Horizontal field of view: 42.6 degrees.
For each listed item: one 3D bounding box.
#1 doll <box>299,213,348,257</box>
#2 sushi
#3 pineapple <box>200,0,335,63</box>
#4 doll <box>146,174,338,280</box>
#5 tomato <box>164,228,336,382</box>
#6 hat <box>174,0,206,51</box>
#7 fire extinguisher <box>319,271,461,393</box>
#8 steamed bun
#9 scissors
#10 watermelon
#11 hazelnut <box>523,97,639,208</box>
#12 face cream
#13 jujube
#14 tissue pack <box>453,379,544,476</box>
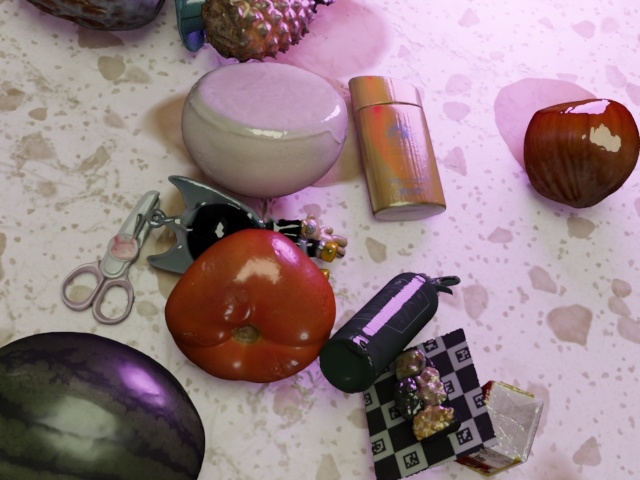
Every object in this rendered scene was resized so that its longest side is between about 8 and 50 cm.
[{"bbox_3d":[0.004,-0.004,1.415,0.093,0.051,0.061,17,58,-4],"label":"doll"},{"bbox_3d":[0.145,0.237,1.245,0.192,0.050,0.215,-24,45,15],"label":"sushi"},{"bbox_3d":[-0.052,-0.440,1.518,0.361,0.175,0.175,-30,74,-34],"label":"pineapple"},{"bbox_3d":[-0.130,-0.003,1.351,0.316,0.145,0.103,16,33,-2],"label":"doll"},{"bbox_3d":[-0.104,0.100,1.253,0.260,0.260,0.180,13,36,-5],"label":"tomato"},{"bbox_3d":[-0.229,-0.445,1.522,0.078,0.138,0.191,-11,64,2],"label":"hat"},{"bbox_3d":[0.121,0.126,1.316,0.311,0.114,0.095,-38,120,-51],"label":"fire extinguisher"},{"bbox_3d":[-0.097,-0.176,1.392,0.283,0.177,0.283,5,37,-4],"label":"steamed bun"},{"bbox_3d":[-0.328,0.018,1.354,0.118,0.030,0.242,24,68,0],"label":"scissors"},{"bbox_3d":[-0.335,0.264,1.109,0.359,0.279,0.279,15,64,-2],"label":"watermelon"},{"bbox_3d":[0.485,-0.164,1.518,0.210,0.210,0.186,41,35,9],"label":"hazelnut"},{"bbox_3d":[0.138,-0.177,1.508,0.139,0.067,0.285,-3,67,-15],"label":"face cream"},{"bbox_3d":[-0.418,-0.498,1.471,0.308,0.215,0.246,29,34,4],"label":"jujube"},{"bbox_3d":[0.266,0.294,1.276,0.099,0.148,0.106,25,64,2],"label":"tissue pack"}]
